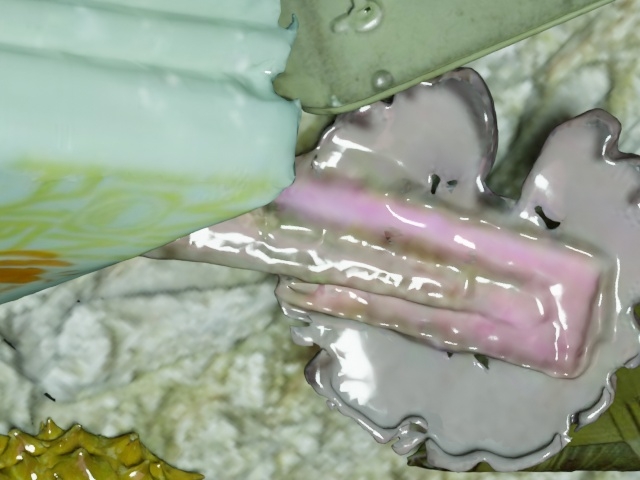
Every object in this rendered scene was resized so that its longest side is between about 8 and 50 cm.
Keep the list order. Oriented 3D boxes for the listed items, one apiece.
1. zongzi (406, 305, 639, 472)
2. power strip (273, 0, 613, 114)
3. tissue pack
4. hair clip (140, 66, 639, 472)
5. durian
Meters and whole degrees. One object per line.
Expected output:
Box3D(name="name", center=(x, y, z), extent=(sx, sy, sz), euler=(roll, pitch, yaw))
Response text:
Box3D(name="zongzi", center=(0.180, -0.014, 0.881), extent=(0.300, 0.138, 0.286), euler=(-5, 110, 1))
Box3D(name="power strip", center=(0.114, -0.148, 0.806), extent=(0.387, 0.066, 0.092), euler=(-23, 119, -4))
Box3D(name="tissue pack", center=(-0.242, -0.067, 0.618), extent=(0.388, 0.287, 0.162), euler=(6, 76, -37))
Box3D(name="hair clip", center=(-0.002, -0.002, 0.854), extent=(0.300, 0.069, 0.173), euler=(14, 101, -5))
Box3D(name="durian", center=(-0.141, 0.151, 0.913), extent=(0.224, 0.078, 0.140), euler=(19, 109, -19))
